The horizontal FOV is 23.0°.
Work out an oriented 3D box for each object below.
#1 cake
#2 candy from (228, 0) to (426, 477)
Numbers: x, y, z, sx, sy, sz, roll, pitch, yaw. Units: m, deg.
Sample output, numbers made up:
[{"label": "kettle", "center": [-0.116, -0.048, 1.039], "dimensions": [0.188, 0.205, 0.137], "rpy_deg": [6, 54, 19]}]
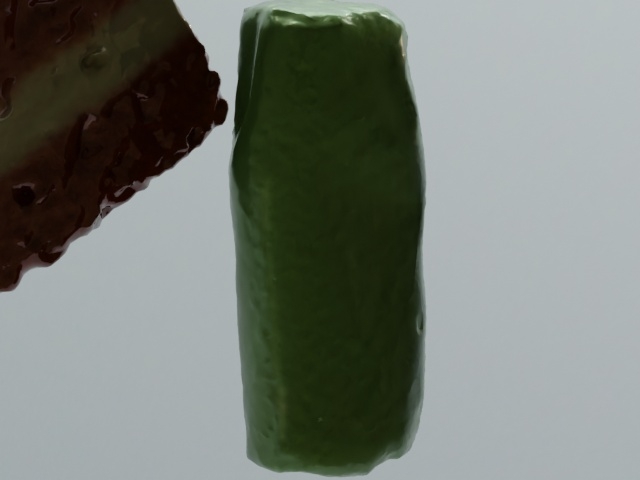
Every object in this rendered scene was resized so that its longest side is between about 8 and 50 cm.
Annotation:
[{"label": "cake", "center": [-0.280, -0.159, 1.118], "dimensions": [0.270, 0.269, 0.319], "rpy_deg": [-42, -55, -19]}, {"label": "candy", "center": [0.000, 0.000, 1.128], "dimensions": [0.142, 0.132, 0.343], "rpy_deg": [-3, -81, -16]}]
